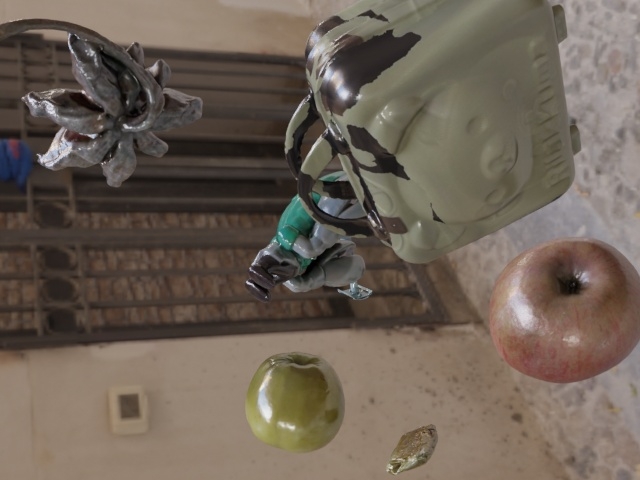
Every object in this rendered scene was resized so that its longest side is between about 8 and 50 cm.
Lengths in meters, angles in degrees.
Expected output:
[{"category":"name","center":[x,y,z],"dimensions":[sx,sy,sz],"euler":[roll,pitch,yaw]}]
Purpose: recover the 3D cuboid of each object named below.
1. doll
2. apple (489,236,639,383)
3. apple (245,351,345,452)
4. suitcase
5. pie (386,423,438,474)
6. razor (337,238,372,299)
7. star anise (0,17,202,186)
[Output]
[{"category":"doll","center":[-0.001,0.007,1.270],"dimensions":[0.258,0.153,0.195],"euler":[-52,-9,-11]},{"category":"apple","center":[0.540,0.142,1.807],"dimensions":[0.345,0.344,0.269],"euler":[-122,15,-52]},{"category":"apple","center":[-0.069,0.414,2.111],"dimensions":[0.262,0.262,0.262],"euler":[179,90,-68]},{"category":"suitcase","center":[0.126,-0.126,0.970],"dimensions":[0.352,0.339,0.194],"euler":[62,-178,-47]},{"category":"pie","center":[0.230,0.512,2.007],"dimensions":[0.068,0.128,0.282],"euler":[64,-168,8]},{"category":"razor","center":[0.050,0.035,1.462],"dimensions":[0.068,0.040,0.135],"euler":[19,124,63]},{"category":"star anise","center":[-0.345,-0.202,1.310],"dimensions":[0.139,0.359,0.316],"euler":[49,139,43]}]
